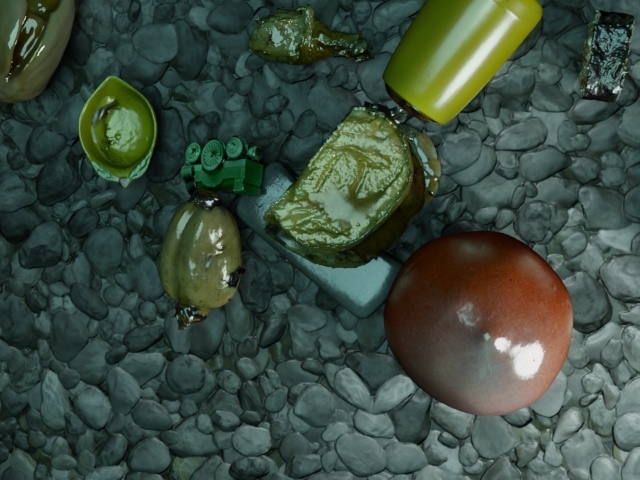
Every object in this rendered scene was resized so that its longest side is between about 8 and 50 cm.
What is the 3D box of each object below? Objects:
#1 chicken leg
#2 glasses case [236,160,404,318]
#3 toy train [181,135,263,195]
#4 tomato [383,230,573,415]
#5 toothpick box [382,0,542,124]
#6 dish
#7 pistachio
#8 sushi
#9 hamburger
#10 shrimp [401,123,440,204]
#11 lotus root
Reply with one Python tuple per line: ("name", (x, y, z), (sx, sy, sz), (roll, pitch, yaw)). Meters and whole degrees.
("chicken leg", (-0.016, -0.361, 1.867), (0.227, 0.088, 0.103), (4, 83, 14))
("glasses case", (0.000, 0.000, 1.901), (0.323, 0.074, 0.131), (40, 99, 6))
("toy train", (-0.178, -0.128, 1.901), (0.178, 0.071, 0.105), (-3, 79, 39))
("tomato", (0.262, 0.140, 1.738), (0.321, 0.321, 0.322), (1, 95, 11))
("toothpick box", (0.229, -0.331, 1.778), (0.175, 0.175, 0.271), (39, 104, 6))
("dish", (-0.365, -0.200, 1.956), (0.148, 0.080, 0.208), (-4, 93, 8))
("pistachio", (-0.556, -0.388, 1.947), (0.166, 0.197, 0.288), (23, 87, -34))
("sushi", (0.478, -0.308, 1.770), (0.078, 0.090, 0.150), (9, 95, 7))
("hamburger", (0.063, -0.080, 1.793), (0.211, 0.132, 0.309), (41, 90, 3))
("shrimp", (0.113, -0.144, 1.882), (0.217, 0.051, 0.150), (21, 96, 1))
("lotus root", (-0.213, 0.031, 1.906), (0.154, 0.140, 0.257), (19, 114, 18))
